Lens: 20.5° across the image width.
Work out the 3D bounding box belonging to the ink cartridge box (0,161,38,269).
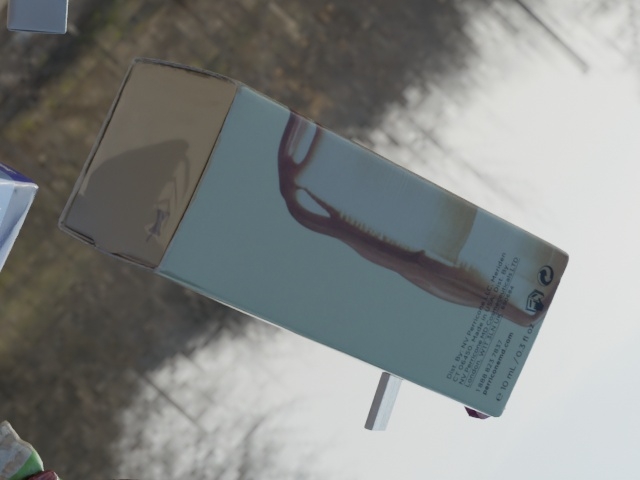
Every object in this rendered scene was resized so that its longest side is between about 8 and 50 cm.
[{"bbox_3d":[-0.340,0.045,1.161,0.270,0.151,0.395,-64,172,5],"label":"ink cartridge box"}]

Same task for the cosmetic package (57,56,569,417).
[{"bbox_3d":[0.000,0.000,1.169,0.153,0.296,0.129,21,-93,54],"label":"cosmetic package"}]

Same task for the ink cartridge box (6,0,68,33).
[{"bbox_3d":[-0.341,-0.346,2.156,0.175,0.072,0.127,-102,-163,-59],"label":"ink cartridge box"}]

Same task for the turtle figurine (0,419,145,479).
[{"bbox_3d":[-0.268,0.326,1.782,0.275,0.266,0.198,-49,178,19],"label":"turtle figurine"}]

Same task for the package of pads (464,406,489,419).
[{"bbox_3d":[0.152,0.137,1.771,0.032,0.083,0.050,-25,-175,-14],"label":"package of pads"}]

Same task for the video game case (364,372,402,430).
[{"bbox_3d":[0.074,0.170,1.967,0.122,0.011,0.087,34,74,-79],"label":"video game case"}]
